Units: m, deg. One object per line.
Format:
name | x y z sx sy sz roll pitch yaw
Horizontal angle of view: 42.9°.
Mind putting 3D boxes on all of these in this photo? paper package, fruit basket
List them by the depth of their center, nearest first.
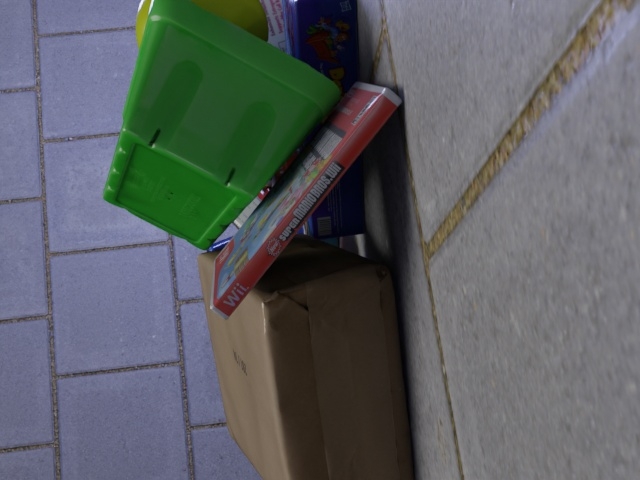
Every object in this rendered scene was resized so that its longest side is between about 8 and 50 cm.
paper package | -0.029 0.164 1.078 0.325 0.168 0.309 -158 58 -66
fruit basket | -0.140 -0.214 1.085 0.392 0.283 0.392 -58 12 20

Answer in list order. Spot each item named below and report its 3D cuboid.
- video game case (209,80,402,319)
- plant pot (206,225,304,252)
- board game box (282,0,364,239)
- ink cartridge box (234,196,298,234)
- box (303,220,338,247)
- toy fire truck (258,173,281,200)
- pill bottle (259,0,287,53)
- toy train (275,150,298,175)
video game case | -0.026 -0.056 0.907 0.285 0.025 0.204 -51 13 6
plant pot | -0.111 0.076 1.833 0.236 0.212 0.236 65 171 -4
board game box | 0.002 -0.210 1.195 0.233 0.078 0.347 -105 9 -59
ink cartridge box | -0.051 0.037 1.436 0.296 0.066 0.261 43 173 32
box | 0.000 0.000 1.629 0.100 0.060 0.244 -102 7 -48
toy fire truck | -0.092 -0.193 1.556 0.254 0.169 0.302 136 129 -70
pill bottle | -0.138 -0.323 1.334 0.160 0.283 0.160 -19 -90 -89
toy train | -0.062 -0.165 1.260 0.166 0.046 0.125 -102 7 -46
